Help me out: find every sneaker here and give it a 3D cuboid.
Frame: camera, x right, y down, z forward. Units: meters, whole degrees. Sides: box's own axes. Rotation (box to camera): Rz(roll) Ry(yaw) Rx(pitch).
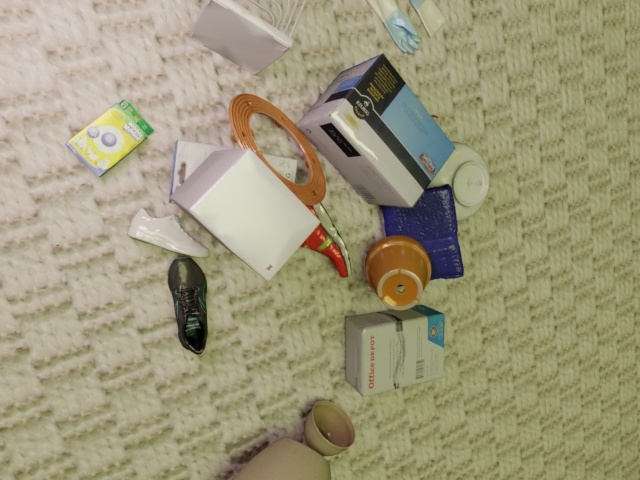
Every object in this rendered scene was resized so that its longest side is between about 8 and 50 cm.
[{"bbox_3d":[-0.338,0.174,1.190,0.101,0.106,0.268,-12,102,-20],"label":"sneaker"},{"bbox_3d":[0.000,0.000,1.330,0.118,0.107,0.279,-29,107,3],"label":"sneaker"},{"bbox_3d":[-0.378,-0.018,1.161,0.212,0.080,0.094,22,78,-24],"label":"sneaker"}]

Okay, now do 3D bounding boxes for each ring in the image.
[{"bbox_3d":[-0.106,-0.228,1.146,0.032,0.337,0.336,-32,117,28],"label":"ring"}]

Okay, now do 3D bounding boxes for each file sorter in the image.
[{"bbox_3d":[-0.167,-0.541,1.053,0.192,0.277,0.173,23,87,-25],"label":"file sorter"}]

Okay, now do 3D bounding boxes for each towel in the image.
[{"bbox_3d":[0.321,-0.014,1.428,0.227,0.076,0.309,-9,107,10],"label":"towel"}]

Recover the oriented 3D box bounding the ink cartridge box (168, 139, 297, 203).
[{"bbox_3d":[-0.232,-0.162,1.203,0.332,0.065,0.166,6,97,-26],"label":"ink cartridge box"}]

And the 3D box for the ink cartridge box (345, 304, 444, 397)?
[{"bbox_3d":[0.240,0.349,1.459,0.307,0.129,0.223,-5,101,-23],"label":"ink cartridge box"}]

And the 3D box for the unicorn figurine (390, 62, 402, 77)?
[{"bbox_3d":[0.166,-0.478,1.336,0.162,0.060,0.111,-42,113,-30],"label":"unicorn figurine"}]

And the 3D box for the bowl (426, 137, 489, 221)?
[{"bbox_3d":[0.448,-0.185,1.461,0.297,0.134,0.298,-4,101,-23],"label":"bowl"}]

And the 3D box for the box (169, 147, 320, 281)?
[{"bbox_3d":[-0.186,-0.072,1.014,0.168,0.345,0.215,-49,115,-9],"label":"box"}]

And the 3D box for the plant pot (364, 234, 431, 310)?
[{"bbox_3d":[0.232,0.110,1.341,0.205,0.188,0.205,2,110,7],"label":"plant pot"}]

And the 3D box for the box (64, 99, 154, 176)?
[{"bbox_3d":[-0.502,-0.248,1.082,0.179,0.043,0.105,-46,113,-13],"label":"box"}]

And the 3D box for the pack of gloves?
[{"bbox_3d":[0.270,-0.699,1.346,0.195,0.046,0.232,-47,113,-9],"label":"pack of gloves"}]

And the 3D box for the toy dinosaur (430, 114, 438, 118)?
[{"bbox_3d":[0.307,-0.385,1.404,0.082,0.090,0.047,-19,91,-52],"label":"toy dinosaur"}]

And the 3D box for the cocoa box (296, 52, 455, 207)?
[{"bbox_3d":[0.155,-0.291,1.257,0.347,0.231,0.228,43,78,-24],"label":"cocoa box"}]

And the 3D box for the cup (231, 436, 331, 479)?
[{"bbox_3d":[-0.096,0.723,1.298,0.331,0.331,0.237,47,55,-23],"label":"cup"}]

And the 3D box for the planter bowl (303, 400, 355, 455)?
[{"bbox_3d":[0.013,0.600,1.399,0.162,0.162,0.109,27,115,-25],"label":"planter bowl"}]
